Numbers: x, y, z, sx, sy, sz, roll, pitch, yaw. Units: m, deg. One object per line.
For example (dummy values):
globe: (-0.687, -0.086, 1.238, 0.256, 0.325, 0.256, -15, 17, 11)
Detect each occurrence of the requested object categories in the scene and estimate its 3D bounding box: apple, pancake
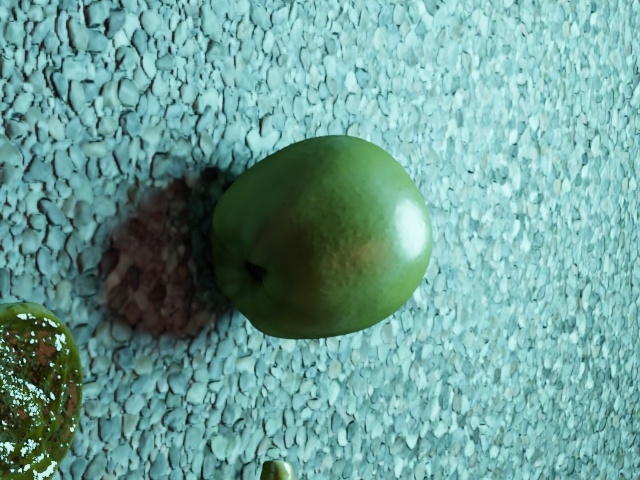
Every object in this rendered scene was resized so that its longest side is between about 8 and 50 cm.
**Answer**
apple: (0.000, 0.000, 1.245, 0.200, 0.200, 0.200, -10, 103, -52)
pancake: (-0.239, 0.125, 1.072, 0.158, 0.028, 0.158, -5, 96, -52)

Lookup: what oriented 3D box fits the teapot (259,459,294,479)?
teapot: (-0.022, 0.349, 1.222, 0.167, 0.203, 0.311, -12, 89, -36)
